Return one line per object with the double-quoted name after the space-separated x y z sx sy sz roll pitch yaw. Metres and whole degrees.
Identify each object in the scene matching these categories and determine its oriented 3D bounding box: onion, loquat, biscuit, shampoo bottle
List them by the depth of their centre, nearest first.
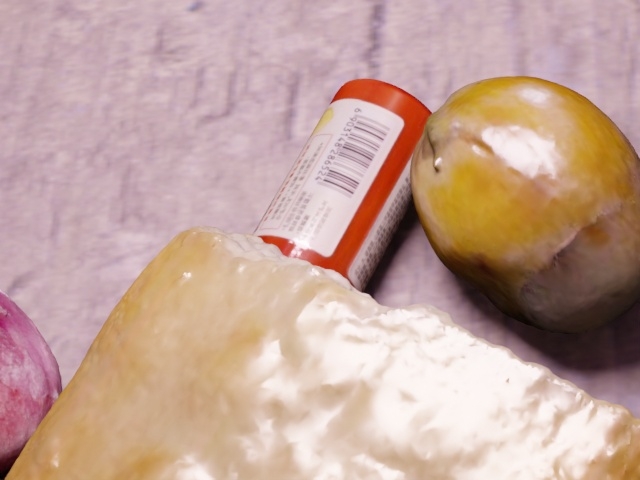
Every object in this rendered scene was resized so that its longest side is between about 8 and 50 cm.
-0.043 0.197 1.224 0.429 0.104 0.446 34 78 29 "biscuit"
0.174 -0.029 1.389 0.179 0.179 0.227 -40 69 -17 "loquat"
-0.355 0.092 1.422 0.227 0.120 0.283 -35 60 -19 "onion"
0.000 0.000 1.439 0.104 0.104 0.278 20 62 19 "shampoo bottle"
